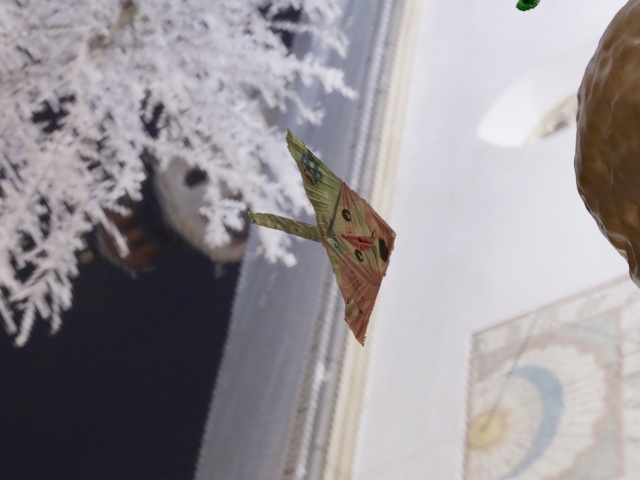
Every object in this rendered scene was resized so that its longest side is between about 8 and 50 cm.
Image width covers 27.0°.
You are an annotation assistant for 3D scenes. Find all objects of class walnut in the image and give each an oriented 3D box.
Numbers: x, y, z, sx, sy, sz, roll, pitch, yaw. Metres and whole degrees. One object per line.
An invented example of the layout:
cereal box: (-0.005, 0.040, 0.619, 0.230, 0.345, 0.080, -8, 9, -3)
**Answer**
walnut: (0.218, -0.048, 0.690, 0.230, 0.178, 0.178, 98, 173, -56)

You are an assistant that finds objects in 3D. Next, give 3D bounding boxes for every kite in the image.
kite: (0.001, 0.000, 0.776, 0.005, 0.152, 0.137, -24, -79, -28)

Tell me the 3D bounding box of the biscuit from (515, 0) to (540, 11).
biscuit: (0.046, -0.109, 0.390, 0.089, 0.016, 0.046, 56, 169, 5)
